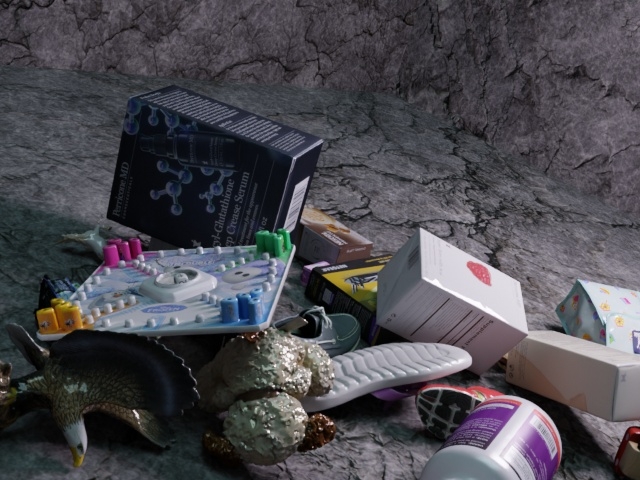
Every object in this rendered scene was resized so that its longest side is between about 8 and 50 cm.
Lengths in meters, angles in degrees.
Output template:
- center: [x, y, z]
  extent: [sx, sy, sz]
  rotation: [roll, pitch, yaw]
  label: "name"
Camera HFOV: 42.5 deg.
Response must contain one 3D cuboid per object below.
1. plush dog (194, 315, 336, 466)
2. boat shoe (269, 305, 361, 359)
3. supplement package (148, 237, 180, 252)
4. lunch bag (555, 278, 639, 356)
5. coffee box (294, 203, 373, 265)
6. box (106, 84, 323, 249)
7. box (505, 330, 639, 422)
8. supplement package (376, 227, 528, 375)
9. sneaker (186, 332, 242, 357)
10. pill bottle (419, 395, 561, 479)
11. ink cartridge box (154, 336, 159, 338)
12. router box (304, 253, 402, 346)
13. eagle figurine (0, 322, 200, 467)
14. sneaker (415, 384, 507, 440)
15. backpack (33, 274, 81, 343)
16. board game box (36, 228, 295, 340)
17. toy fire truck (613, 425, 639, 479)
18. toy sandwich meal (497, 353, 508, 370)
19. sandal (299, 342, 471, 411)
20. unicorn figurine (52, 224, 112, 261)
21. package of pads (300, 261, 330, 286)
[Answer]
- center: [-0.093, 0.270, 1.395]
  extent: [0.262, 0.211, 0.226]
  rotation: [-9, 57, -4]
  label: "plush dog"
- center: [-0.010, 0.196, 1.751]
  extent: [0.116, 0.099, 0.319]
  rotation: [31, 27, 32]
  label: "boat shoe"
- center: [-0.300, 0.028, 1.931]
  extent: [0.179, 0.105, 0.105]
  rotation: [26, 24, 19]
  label: "supplement package"
- center: [0.770, 0.241, 2.131]
  extent: [0.223, 0.160, 0.262]
  rotation: [12, 34, -20]
  label: "lunch bag"
- center: [0.000, 0.000, 2.214]
  extent: [0.141, 0.098, 0.246]
  rotation: [-9, 33, -46]
  label: "coffee box"
- center: [-0.236, -0.139, 1.839]
  extent: [0.395, 0.294, 0.212]
  rotation: [21, 23, 11]
  label: "box"
- center: [0.564, 0.287, 1.785]
  extent: [0.147, 0.121, 0.311]
  rotation: [3, 6, -28]
  label: "box"
- center: [0.294, 0.140, 1.857]
  extent: [0.292, 0.175, 0.178]
  rotation: [27, 37, -17]
  label: "supplement package"
- center: [-0.180, 0.189, 1.657]
  extent: [0.108, 0.100, 0.271]
  rotation: [0, 27, -46]
  label: "sneaker"
- center: [0.281, 0.398, 1.384]
  extent: [0.181, 0.182, 0.323]
  rotation: [27, 25, 23]
  label: "pill bottle"
- center: [-0.329, 0.129, 1.643]
  extent: [0.209, 0.062, 0.109]
  rotation: [-44, 35, -20]
  label: "ink cartridge box"
- center: [0.153, 0.138, 2.025]
  extent: [0.243, 0.081, 0.308]
  rotation: [34, 28, 34]
  label: "router box"
- center: [-0.364, 0.242, 1.298]
  extent: [0.298, 0.225, 0.226]
  rotation: [-6, 15, -22]
  label: "eagle figurine"
- center: [0.298, 0.342, 1.660]
  extent: [0.278, 0.107, 0.118]
  rotation: [17, 12, -24]
  label: "sneaker"
- center: [-0.482, 0.136, 1.554]
  extent: [0.084, 0.105, 0.114]
  rotation: [-2, 34, -37]
  label: "backpack"
- center: [-0.261, 0.068, 1.499]
  extent: [0.389, 0.050, 0.390]
  rotation: [-4, 19, 7]
  label: "board game box"
- center: [0.721, 0.429, 1.692]
  extent: [0.217, 0.159, 0.246]
  rotation: [18, 11, 5]
  label: "toy fire truck"
- center: [0.442, 0.270, 1.942]
  extent: [0.085, 0.029, 0.086]
  rotation: [22, 53, -31]
  label: "toy sandwich meal"
- center: [0.108, 0.286, 1.645]
  extent: [0.416, 0.102, 0.169]
  rotation: [-8, 16, -22]
  label: "sandal"
- center: [-0.513, 0.008, 1.886]
  extent: [0.161, 0.060, 0.111]
  rotation: [27, 24, 24]
  label: "unicorn figurine"
- center: [-0.013, 0.085, 2.071]
  extent: [0.032, 0.050, 0.083]
  rotation: [25, 23, 32]
  label: "package of pads"
